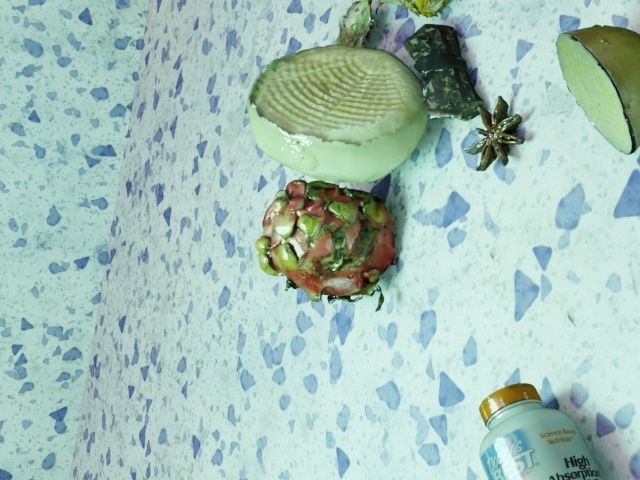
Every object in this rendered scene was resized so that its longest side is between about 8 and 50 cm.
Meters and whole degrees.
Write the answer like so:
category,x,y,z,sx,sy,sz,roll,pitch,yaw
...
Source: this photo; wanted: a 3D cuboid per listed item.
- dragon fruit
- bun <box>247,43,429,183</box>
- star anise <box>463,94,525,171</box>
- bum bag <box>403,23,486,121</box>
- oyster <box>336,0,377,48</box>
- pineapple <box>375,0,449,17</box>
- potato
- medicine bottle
category,x,y,z,sx,sy,sz,roll,pitch,yaw
dragon fruit,0.000,0.000,1.737,0.250,0.291,0.269,4,89,52
bun,0.036,-0.237,1.714,0.364,0.364,0.202,-119,18,-44
star anise,0.317,-0.185,1.505,0.141,0.042,0.141,-25,59,53
bum bag,0.235,-0.324,1.622,0.069,0.102,0.248,92,167,-56
oyster,0.066,-0.471,1.916,0.209,0.072,0.133,-179,98,-71
pineapple,0.172,-0.541,1.706,0.334,0.161,0.158,29,110,54
potato,0.449,-0.242,1.245,0.117,0.182,0.202,-28,56,0
medicine bottle,0.335,0.359,1.253,0.157,0.157,0.289,-54,42,37
